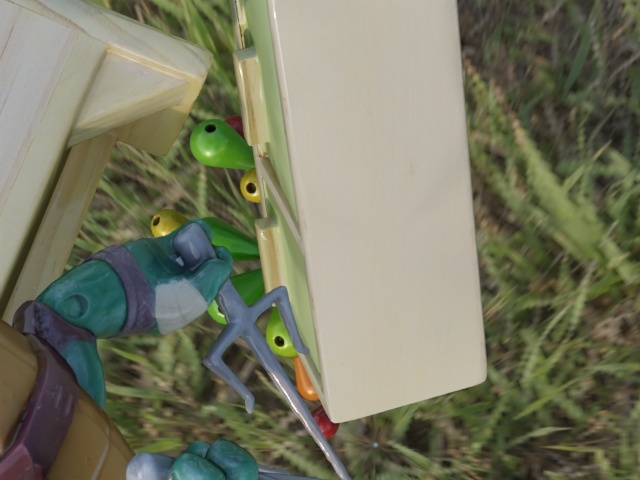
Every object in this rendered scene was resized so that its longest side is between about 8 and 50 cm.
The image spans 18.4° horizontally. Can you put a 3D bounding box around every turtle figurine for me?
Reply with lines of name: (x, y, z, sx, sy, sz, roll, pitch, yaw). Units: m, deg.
turtle figurine: (-0.071, 0.042, 0.506, 0.118, 0.175, 0.234, -43, 118, 3)

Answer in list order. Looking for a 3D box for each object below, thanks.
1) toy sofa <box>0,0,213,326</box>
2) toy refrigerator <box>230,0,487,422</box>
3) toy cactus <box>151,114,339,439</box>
toy sofa: (-0.197, 0.051, 0.901, 0.177, 0.150, 0.363, 22, 75, -5)
toy refrigerator: (0.012, -0.052, 0.948, 0.094, 0.102, 0.270, -15, 126, -10)
toy cactus: (0.000, 0.000, 1.254, 0.180, 0.112, 0.219, -37, 103, -18)
